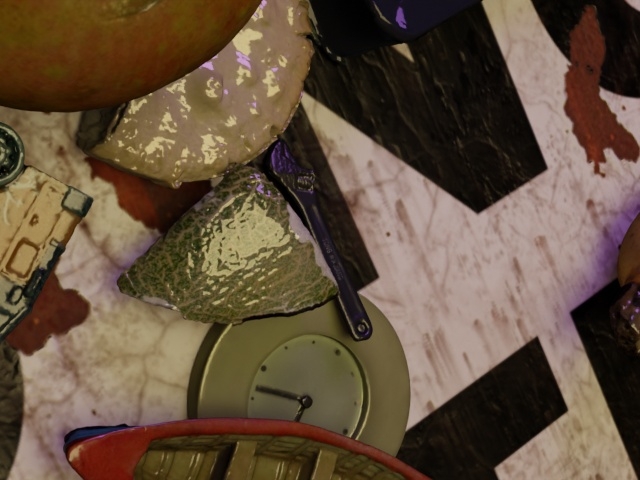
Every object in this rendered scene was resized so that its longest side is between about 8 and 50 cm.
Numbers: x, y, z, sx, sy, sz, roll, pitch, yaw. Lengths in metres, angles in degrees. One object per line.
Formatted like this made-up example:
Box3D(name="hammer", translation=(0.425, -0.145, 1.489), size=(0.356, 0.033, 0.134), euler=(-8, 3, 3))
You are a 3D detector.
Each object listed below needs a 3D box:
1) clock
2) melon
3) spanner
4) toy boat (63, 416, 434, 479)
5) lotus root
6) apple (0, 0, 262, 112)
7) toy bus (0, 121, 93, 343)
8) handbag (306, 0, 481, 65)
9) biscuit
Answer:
Box3D(name="clock", translation=(-0.017, 0.153, 1.173), size=(0.235, 0.029, 0.235), euler=(-2, 93, -30))
Box3D(name="melon", translation=(-0.080, -0.002, 1.093), size=(0.202, 0.093, 0.139), euler=(0, 105, -23))
Box3D(name="spanner", translation=(0.000, 0.000, 1.164), size=(0.046, 0.012, 0.208), euler=(-22, 89, -36))
Box3D(name="toy boat", translation=(-0.056, 0.221, 1.091), size=(0.392, 0.079, 0.136), euler=(19, 86, -30))
Box3D(name="lotus root", translation=(0.415, 0.024, 1.329), size=(0.310, 0.183, 0.182), euler=(-29, 104, -26))
Box3D(name="apple", translation=(-0.189, -0.261, 0.888), size=(0.340, 0.339, 0.339), euler=(0, 91, -30))
Box3D(name="toy bus", translation=(-0.330, -0.038, 0.927), size=(0.275, 0.138, 0.167), euler=(30, 78, -25))
Box3D(name="handbag", translation=(0.095, -0.370, 1.179), size=(0.329, 0.122, 0.303), euler=(-32, 105, -27))
Box3D(name="biscuit", translation=(-0.089, -0.175, 1.093), size=(0.179, 0.084, 0.281), euler=(24, 78, -27))
